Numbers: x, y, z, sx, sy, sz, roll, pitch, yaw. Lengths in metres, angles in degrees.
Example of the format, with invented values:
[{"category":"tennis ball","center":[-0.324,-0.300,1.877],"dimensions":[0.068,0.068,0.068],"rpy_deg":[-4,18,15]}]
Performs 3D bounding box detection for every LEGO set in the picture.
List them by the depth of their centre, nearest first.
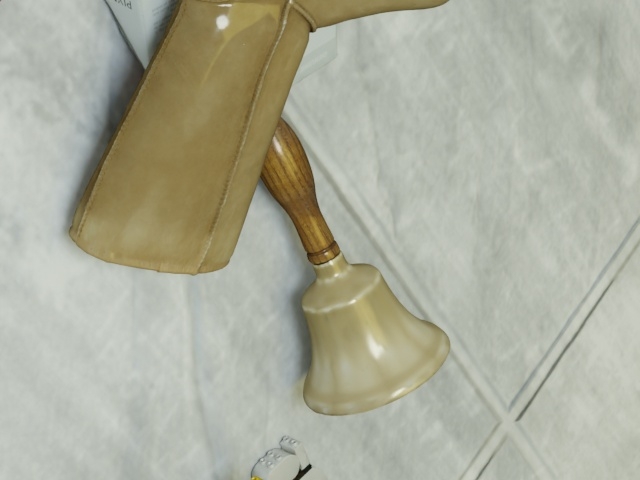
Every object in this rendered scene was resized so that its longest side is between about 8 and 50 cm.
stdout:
[{"category":"LEGO set","center":[-0.068,0.230,1.194],"dimensions":[0.227,0.087,0.093],"rpy_deg":[-40,126,-29]}]

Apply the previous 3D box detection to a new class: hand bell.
[{"category":"hand bell","center":[0.000,0.000,1.194],"dimensions":[0.126,0.126,0.242],"rpy_deg":[-36,114,-30]}]

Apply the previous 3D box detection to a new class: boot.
[{"category":"boot","center":[-0.035,-0.106,1.095],"dimensions":[0.236,0.089,0.270],"rpy_deg":[10,109,-36]}]

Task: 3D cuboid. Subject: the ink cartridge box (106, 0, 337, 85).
[{"category":"ink cartridge box","center":[-0.072,-0.196,1.107],"dimensions":[0.189,0.066,0.232],"rpy_deg":[-36,145,-30]}]
